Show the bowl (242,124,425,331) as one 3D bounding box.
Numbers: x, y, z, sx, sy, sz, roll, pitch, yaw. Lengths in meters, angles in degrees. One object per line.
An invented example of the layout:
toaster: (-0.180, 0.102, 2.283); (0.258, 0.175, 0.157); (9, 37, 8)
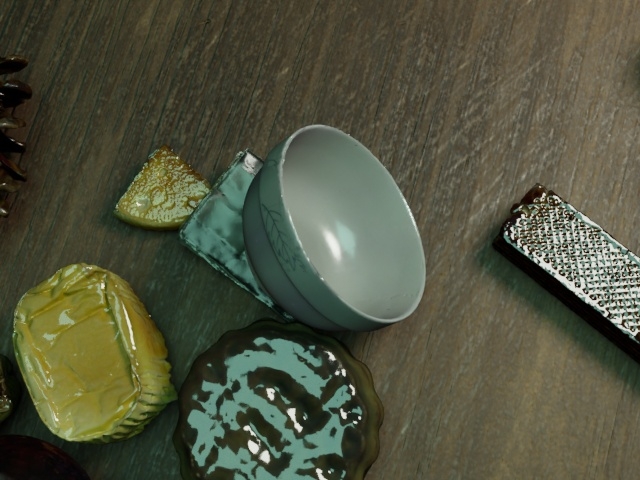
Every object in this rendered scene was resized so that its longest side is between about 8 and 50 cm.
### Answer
bowl: (0.000, 0.000, 1.238); (0.143, 0.287, 0.287); (-27, 73, 34)

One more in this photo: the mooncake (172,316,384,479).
mooncake: (-0.056, 0.246, 1.227); (0.290, 0.161, 0.291); (0, 77, -1)

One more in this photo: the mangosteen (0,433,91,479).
mangosteen: (-0.398, 0.393, 1.141); (0.311, 0.311, 0.311); (0, 76, 1)

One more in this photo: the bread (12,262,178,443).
bread: (-0.312, 0.157, 1.269); (0.179, 0.133, 0.250); (-28, 74, -2)

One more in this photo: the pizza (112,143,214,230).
pizza: (-0.230, -0.077, 1.374); (0.178, 0.041, 0.131); (-19, 79, -3)

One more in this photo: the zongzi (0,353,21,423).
zongzi: (-0.540, 0.315, 1.251); (0.273, 0.145, 0.300); (-9, 92, -6)

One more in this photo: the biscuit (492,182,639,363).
biscuit: (0.424, 0.077, 1.304); (0.388, 0.073, 0.107); (40, 79, 10)

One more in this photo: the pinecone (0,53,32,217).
pinecone: (-0.520, -0.162, 1.304); (0.244, 0.244, 0.309); (-15, 90, -3)

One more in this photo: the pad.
pad: (-0.074, -0.002, 1.343); (0.233, 0.022, 0.174); (39, 79, -1)
